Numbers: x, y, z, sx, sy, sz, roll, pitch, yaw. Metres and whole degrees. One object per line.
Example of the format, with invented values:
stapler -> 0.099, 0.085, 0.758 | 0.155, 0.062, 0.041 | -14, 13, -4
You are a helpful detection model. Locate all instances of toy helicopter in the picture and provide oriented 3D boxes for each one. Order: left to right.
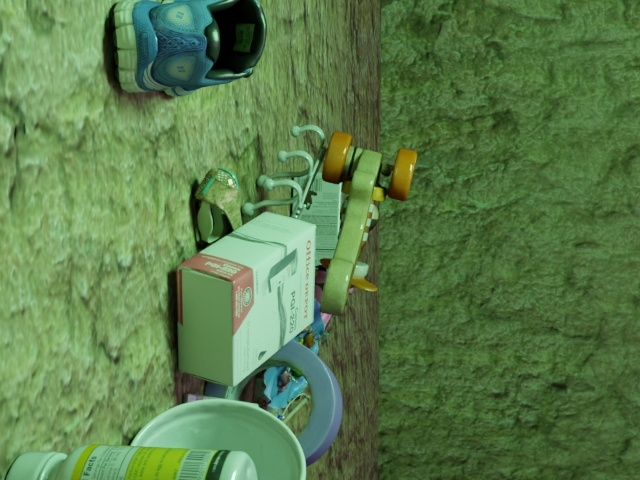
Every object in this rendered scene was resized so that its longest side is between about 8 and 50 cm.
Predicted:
toy helicopter -> 0.043, 0.007, 1.806 | 0.355, 0.140, 0.235 | -71, 174, -55

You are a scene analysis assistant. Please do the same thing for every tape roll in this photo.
tape roll -> -0.066, 0.235, 1.665 | 0.080, 0.189, 0.189 | 54, 38, -72

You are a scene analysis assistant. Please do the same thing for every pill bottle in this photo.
pill bottle -> -0.167, 0.242, 1.038 | 0.119, 0.208, 0.119 | 1, 90, -80

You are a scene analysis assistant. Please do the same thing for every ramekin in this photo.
ramekin -> -0.122, 0.294, 1.348 | 0.207, 0.207, 0.109 | -76, 173, -52

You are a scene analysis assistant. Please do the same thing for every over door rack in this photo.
over door rack -> -0.080, 0.000, 1.856 | 0.239, 0.108, 0.324 | -70, 173, -61

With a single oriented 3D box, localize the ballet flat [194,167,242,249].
ballet flat -> -0.140, -0.009, 1.622 | 0.067, 0.073, 0.206 | -47, 143, -33

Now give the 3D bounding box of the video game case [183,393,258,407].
video game case -> -0.136, 0.257, 1.576 | 0.122, 0.011, 0.087 | 16, 72, -41

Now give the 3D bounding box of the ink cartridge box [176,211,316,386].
ink cartridge box -> -0.095, 0.074, 1.564 | 0.218, 0.092, 0.159 | -38, 135, -55

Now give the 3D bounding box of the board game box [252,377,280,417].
board game box -> -0.097, 0.323, 1.965 | 0.103, 0.026, 0.154 | 77, 17, -54

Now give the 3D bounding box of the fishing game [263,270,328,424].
fishing game -> -0.032, 0.183, 1.855 | 0.189, 0.041, 0.264 | -40, 142, -53

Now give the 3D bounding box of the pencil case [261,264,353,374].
pencil case -> -0.022, 0.150, 1.994 | 0.095, 0.098, 0.209 | 40, 70, -41

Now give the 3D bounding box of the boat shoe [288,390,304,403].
boat shoe -> -0.050, 0.235, 2.118 | 0.170, 0.063, 0.059 | 81, 9, -48

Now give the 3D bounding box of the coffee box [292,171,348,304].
coffee box -> 0.000, 0.000, 2.264 | 0.141, 0.098, 0.247 | 29, 63, -78

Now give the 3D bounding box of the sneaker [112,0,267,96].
sneaker -> -0.128, -0.228, 1.377 | 0.330, 0.147, 0.130 | -55, 145, -73
